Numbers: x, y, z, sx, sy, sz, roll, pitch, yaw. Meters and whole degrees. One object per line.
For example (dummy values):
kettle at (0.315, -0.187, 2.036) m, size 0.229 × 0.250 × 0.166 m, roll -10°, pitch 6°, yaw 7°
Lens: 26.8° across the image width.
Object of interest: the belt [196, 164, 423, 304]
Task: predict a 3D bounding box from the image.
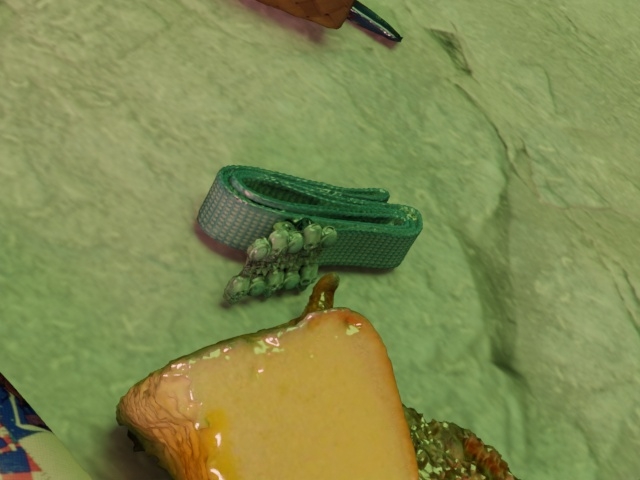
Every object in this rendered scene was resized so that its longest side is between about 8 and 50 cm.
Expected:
belt at (0.002, -0.004, 0.978) m, size 0.179 × 0.065 × 0.100 m, roll 4°, pitch 39°, yaw -33°

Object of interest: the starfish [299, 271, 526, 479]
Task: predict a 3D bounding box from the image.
starfish at (0.078, 0.185, 0.831) m, size 0.293 × 0.084 × 0.301 m, roll 32°, pitch 35°, yaw -3°

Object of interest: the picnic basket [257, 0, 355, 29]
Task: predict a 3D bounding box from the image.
picnic basket at (-0.012, -0.288, 1.192) m, size 0.137 × 0.128 × 0.178 m, roll 20°, pitch 54°, yaw -7°

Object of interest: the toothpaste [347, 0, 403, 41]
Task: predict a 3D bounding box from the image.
toothpaste at (0.041, -0.206, 1.238) m, size 0.083 × 0.019 × 0.027 m, roll 30°, pitch 15°, yaw -9°

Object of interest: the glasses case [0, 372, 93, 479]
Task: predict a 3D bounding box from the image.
glasses case at (-0.173, 0.152, 0.677) m, size 0.327 × 0.076 × 0.125 m, roll 47°, pitch 47°, yaw 14°

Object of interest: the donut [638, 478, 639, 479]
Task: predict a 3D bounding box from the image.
donut at (0.281, 0.291, 0.749) m, size 0.382 × 0.142 × 0.383 m, roll 44°, pitch 26°, yaw -27°

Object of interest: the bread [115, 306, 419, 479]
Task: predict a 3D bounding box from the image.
bread at (-0.031, 0.134, 0.753) m, size 0.140 × 0.169 × 0.160 m, roll -17°, pitch 84°, yaw -21°
